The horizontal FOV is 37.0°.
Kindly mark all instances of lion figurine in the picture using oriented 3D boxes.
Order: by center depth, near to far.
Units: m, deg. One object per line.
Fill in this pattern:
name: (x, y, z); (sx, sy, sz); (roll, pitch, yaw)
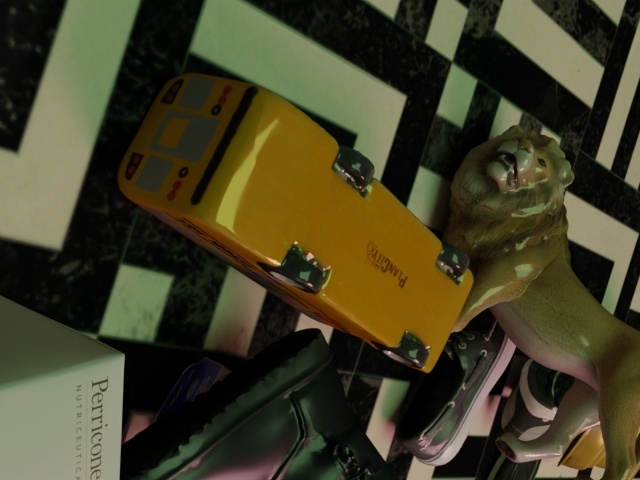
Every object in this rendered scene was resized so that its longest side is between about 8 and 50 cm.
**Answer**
lion figurine: (0.244, 0.084, 0.984); (0.240, 0.142, 0.392); (-36, 87, -21)

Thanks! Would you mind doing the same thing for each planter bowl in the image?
planter bowl: (0.432, 0.256, 1.347); (0.217, 0.090, 0.217); (-49, 161, -22)

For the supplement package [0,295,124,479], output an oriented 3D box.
supplement package: (-0.267, 0.140, 0.477); (0.293, 0.175, 0.177); (-11, 111, -48)

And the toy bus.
toy bus: (0.000, 0.000, 0.777); (0.333, 0.130, 0.108); (38, 73, -49)

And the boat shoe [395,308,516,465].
boat shoe: (0.146, 0.132, 1.050); (0.076, 0.080, 0.228); (35, 81, -39)

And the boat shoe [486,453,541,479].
boat shoe: (0.244, 0.364, 1.245); (0.084, 0.079, 0.233); (46, 67, -46)

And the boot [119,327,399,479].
boot: (-0.043, 0.213, 0.747); (0.246, 0.094, 0.207); (-32, 100, -31)

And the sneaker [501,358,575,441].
sneaker: (0.315, 0.183, 1.263); (0.272, 0.100, 0.108); (-21, 150, -51)

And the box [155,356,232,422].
box: (-0.083, 0.158, 0.819); (0.081, 0.028, 0.136); (-60, 141, -14)
